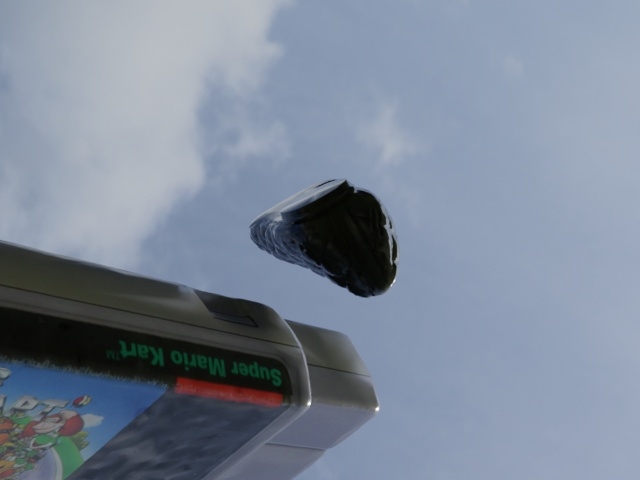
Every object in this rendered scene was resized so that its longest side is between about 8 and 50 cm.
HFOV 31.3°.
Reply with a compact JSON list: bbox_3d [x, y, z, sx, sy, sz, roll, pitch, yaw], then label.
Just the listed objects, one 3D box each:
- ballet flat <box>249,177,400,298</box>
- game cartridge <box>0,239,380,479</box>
[{"bbox_3d":[0.000,0.000,0.536,0.057,0.173,0.049,-28,-85,-3],"label":"ballet flat"},{"bbox_3d":[-0.163,0.087,0.432,0.355,0.230,0.068,17,-136,-46],"label":"game cartridge"}]
